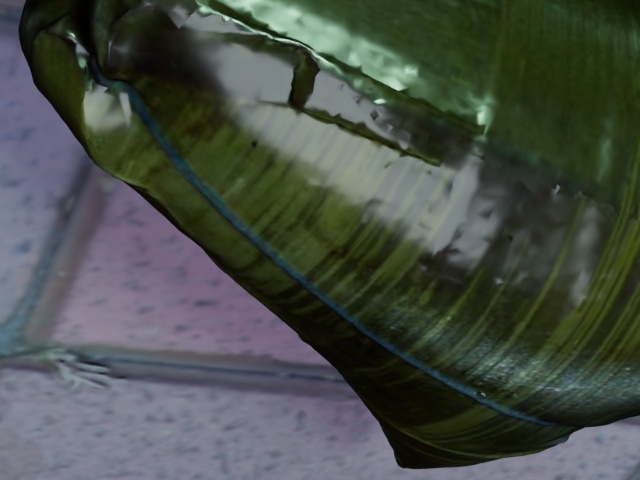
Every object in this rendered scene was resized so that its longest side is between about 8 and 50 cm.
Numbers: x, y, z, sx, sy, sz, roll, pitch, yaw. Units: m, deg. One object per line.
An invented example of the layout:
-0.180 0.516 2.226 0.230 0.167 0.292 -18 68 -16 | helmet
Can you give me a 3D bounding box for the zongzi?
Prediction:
0.000 0.000 0.817 0.403 0.207 0.432 17 146 -23 | zongzi
